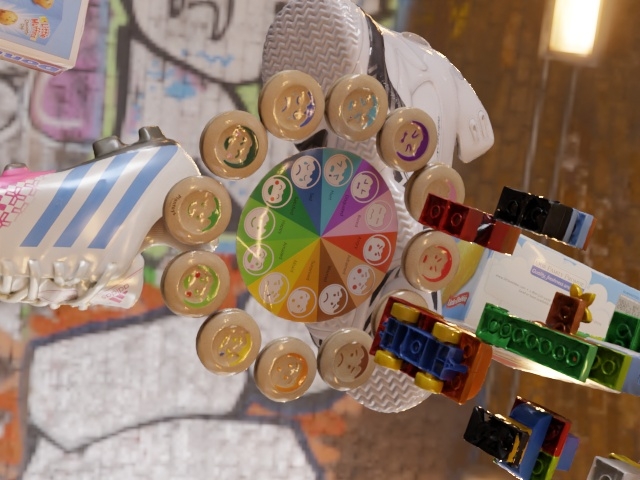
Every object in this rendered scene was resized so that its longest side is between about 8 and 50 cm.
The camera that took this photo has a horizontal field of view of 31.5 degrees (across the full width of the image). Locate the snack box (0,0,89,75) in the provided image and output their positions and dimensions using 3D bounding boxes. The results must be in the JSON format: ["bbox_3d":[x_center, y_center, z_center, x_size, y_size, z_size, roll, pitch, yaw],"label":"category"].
[{"bbox_3d":[-0.104,-0.155,0.411,0.022,0.064,0.178,-1,-103,56],"label":"snack box"}]

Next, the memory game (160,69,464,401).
[{"bbox_3d":[0.000,0.000,0.616,0.012,0.186,0.186,26,-67,61],"label":"memory game"}]

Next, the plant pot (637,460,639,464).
[{"bbox_3d":[0.405,0.305,1.002,0.272,0.265,0.272,-61,-178,4],"label":"plant pot"}]

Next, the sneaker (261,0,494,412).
[{"bbox_3d":[0.076,-0.038,1.022,0.137,0.210,0.366,-18,-100,37],"label":"sneaker"}]

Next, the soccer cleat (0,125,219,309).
[{"bbox_3d":[-0.234,0.007,0.962,0.143,0.331,0.116,62,-31,9],"label":"soccer cleat"}]

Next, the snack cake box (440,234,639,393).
[{"bbox_3d":[0.171,0.059,1.043,0.089,0.152,0.264,-67,-170,-5],"label":"snack cake box"}]

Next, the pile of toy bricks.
[{"bbox_3d":[0.126,0.053,0.505,0.212,0.105,0.118,26,-83,52],"label":"pile of toy bricks"}]
